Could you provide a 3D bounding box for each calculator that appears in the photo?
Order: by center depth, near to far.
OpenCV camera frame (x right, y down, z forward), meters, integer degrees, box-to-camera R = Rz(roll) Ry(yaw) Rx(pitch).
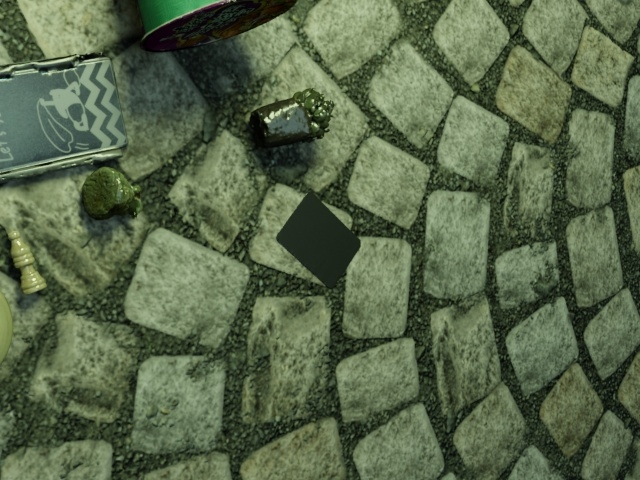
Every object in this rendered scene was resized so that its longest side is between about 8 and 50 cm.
[{"bbox_3d":[-0.419,-0.176,1.162,0.274,0.028,0.165,-16,105,-29],"label":"calculator"}]

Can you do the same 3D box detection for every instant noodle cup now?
[{"bbox_3d":[-0.177,-0.410,1.186,0.251,0.251,0.190,-21,96,-30],"label":"instant noodle cup"}]

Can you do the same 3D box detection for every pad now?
[{"bbox_3d":[0.000,0.000,1.456,0.157,0.003,0.112,44,71,-27],"label":"pad"}]

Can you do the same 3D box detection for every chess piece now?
[{"bbox_3d":[-0.430,0.030,1.165,0.035,0.035,0.092,-23,101,-30],"label":"chess piece"}]

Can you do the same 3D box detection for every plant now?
[{"bbox_3d":[-0.045,-0.206,1.364,0.143,0.094,0.091,-20,93,-26],"label":"plant"}]

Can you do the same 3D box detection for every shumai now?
[{"bbox_3d":[-0.311,-0.072,1.226,0.080,0.082,0.083,-20,123,-68],"label":"shumai"}]

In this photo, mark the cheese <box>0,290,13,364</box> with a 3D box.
[{"bbox_3d":[-0.493,0.082,1.109,0.137,0.064,0.227,5,89,-34],"label":"cheese"}]
